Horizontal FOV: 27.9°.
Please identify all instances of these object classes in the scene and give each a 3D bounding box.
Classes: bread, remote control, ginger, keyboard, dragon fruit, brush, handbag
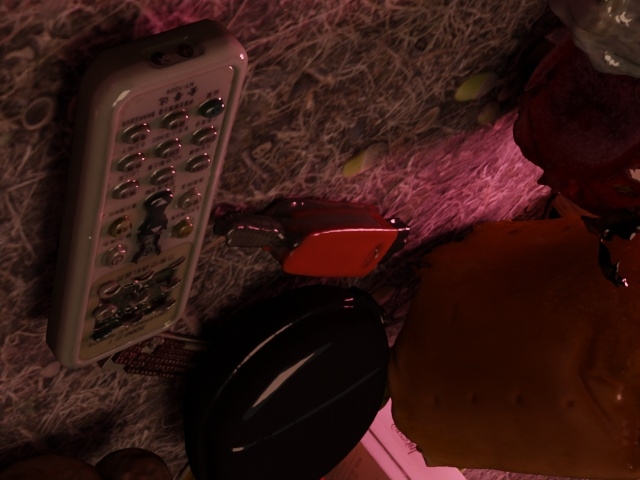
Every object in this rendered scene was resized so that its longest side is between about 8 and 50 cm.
[{"bbox_3d":[0.301,0.093,1.470,0.394,0.250,0.361,-5,-157,44],"label":"bread"},{"bbox_3d":[-0.145,-0.028,1.002,0.128,0.065,0.335,-26,151,-34],"label":"remote control"},{"bbox_3d":[-0.281,0.319,1.273,0.304,0.155,0.244,-45,153,11],"label":"ginger"},{"bbox_3d":[-0.156,0.116,1.280,0.055,0.017,0.166,-46,155,12],"label":"keyboard"},{"bbox_3d":[0.355,-0.126,1.332,0.291,0.269,0.250,5,137,-50],"label":"dragon fruit"},{"bbox_3d":[0.000,0.001,1.271,0.070,0.051,0.323,-49,154,22],"label":"brush"},{"bbox_3d":[-0.030,0.174,1.406,0.254,0.093,0.308,-28,147,-24],"label":"handbag"}]

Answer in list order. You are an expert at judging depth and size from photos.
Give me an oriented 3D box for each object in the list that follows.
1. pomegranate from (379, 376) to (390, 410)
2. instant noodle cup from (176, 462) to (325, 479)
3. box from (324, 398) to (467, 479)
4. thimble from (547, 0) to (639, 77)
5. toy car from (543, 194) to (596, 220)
[{"bbox_3d":[0.050,0.188,1.642,0.085,0.073,0.073,-9,165,22],"label":"pomegranate"},{"bbox_3d":[-0.069,0.320,1.589,0.182,0.144,0.182,-33,154,-18],"label":"instant noodle cup"},{"bbox_3d":[0.068,0.350,1.772,0.111,0.194,0.260,-22,150,-35],"label":"box"},{"bbox_3d":[0.288,-0.254,1.081,0.250,0.205,0.172,-41,167,-42],"label":"thimble"},{"bbox_3d":[0.418,-0.060,1.705,0.257,0.101,0.124,-30,150,-19],"label":"toy car"}]
